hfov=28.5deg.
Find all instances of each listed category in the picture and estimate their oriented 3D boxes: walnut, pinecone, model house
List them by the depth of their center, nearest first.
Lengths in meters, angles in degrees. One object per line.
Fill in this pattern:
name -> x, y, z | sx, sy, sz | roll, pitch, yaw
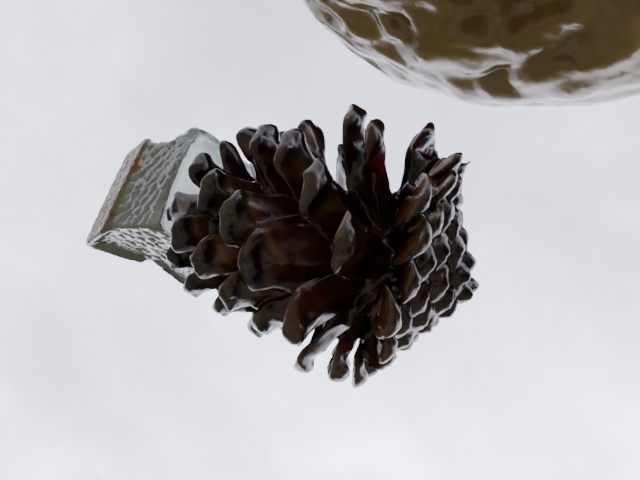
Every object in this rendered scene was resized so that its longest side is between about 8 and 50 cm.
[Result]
pinecone -> 0.000, 0.003, 0.452 | 0.109, 0.102, 0.102 | -1, -78, 21
walnut -> 0.105, -0.172, 0.570 | 0.257, 0.257, 0.224 | 4, -78, 11
model house -> -0.105, -0.020, 0.918 | 0.100, 0.100, 0.088 | -2, -120, 42
